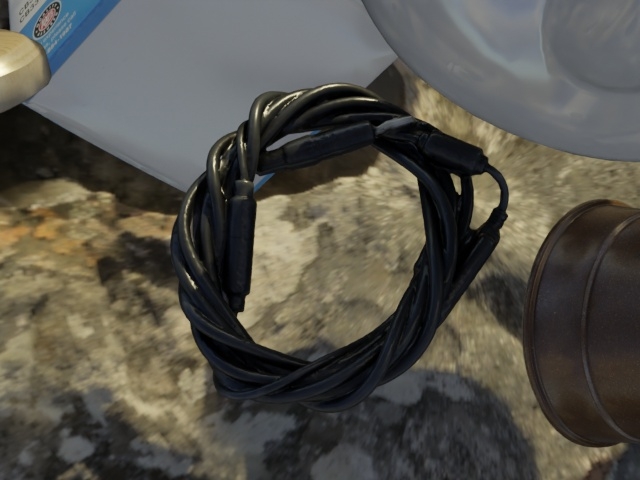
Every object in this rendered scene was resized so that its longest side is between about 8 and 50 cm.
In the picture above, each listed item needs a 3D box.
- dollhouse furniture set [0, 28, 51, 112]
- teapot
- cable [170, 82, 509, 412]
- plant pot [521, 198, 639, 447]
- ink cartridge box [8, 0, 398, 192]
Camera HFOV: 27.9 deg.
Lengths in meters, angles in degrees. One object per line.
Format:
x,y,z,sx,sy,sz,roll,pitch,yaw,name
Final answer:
-0.133,-0.215,0.375,0.256,0.394,0.362,10,122,39,dollhouse furniture set
0.136,-0.173,0.538,0.252,0.187,0.256,-23,56,-28,teapot
0.000,0.000,0.650,0.150,0.047,0.184,36,71,7,cable
0.242,0.055,0.801,0.165,0.167,0.167,0,93,50,plant pot
-0.095,-0.205,0.948,0.197,0.270,0.198,29,120,-37,ink cartridge box
